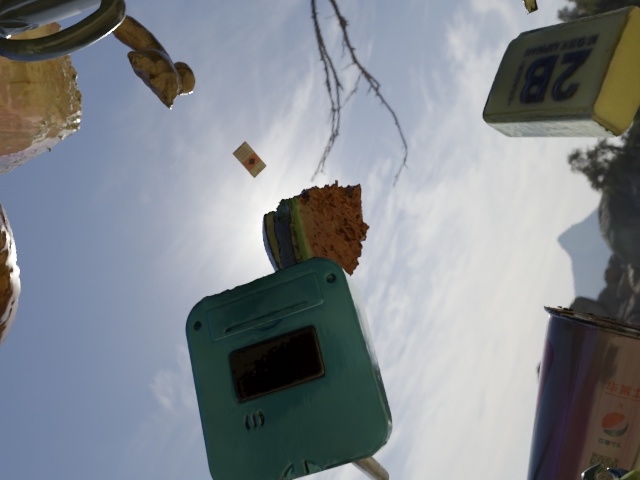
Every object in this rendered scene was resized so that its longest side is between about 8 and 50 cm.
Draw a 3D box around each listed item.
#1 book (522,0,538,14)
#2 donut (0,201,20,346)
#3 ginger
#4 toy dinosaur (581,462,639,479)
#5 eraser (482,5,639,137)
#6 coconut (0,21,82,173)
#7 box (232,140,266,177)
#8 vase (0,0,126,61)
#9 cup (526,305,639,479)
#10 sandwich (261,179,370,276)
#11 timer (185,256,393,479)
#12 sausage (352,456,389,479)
[{"bbox_3d":[0.236,-0.431,0.756,0.231,0.026,0.157,40,-141,-48],"label":"book"},{"bbox_3d":[-0.319,0.028,0.385,0.227,0.114,0.226,-19,-43,-19],"label":"donut"},{"bbox_3d":[-0.300,-0.320,1.006,0.059,0.214,0.133,-44,1,26],"label":"ginger"},{"bbox_3d":[0.203,0.272,0.448,0.259,0.153,0.094,-21,-69,-15],"label":"toy dinosaur"},{"bbox_3d":[0.259,-0.172,0.620,0.058,0.172,0.117,19,-88,-24],"label":"eraser"},{"bbox_3d":[-0.664,-0.279,0.993,0.404,0.405,0.404,-39,-40,-44],"label":"coconut"},{"bbox_3d":[-0.175,-0.200,1.434,0.046,0.012,0.083,-47,-63,-11],"label":"box"},{"bbox_3d":[-0.325,-0.281,0.608,0.301,0.251,0.156,-26,-20,-1],"label":"vase"},{"bbox_3d":[0.396,0.257,0.847,0.203,0.203,0.288,8,-86,-62],"label":"cup"},{"bbox_3d":[0.002,0.009,0.914,0.160,0.109,0.184,-18,-94,-22],"label":"sandwich"},{"bbox_3d":[-0.040,0.170,0.733,0.091,0.232,0.250,46,-153,-61],"label":"timer"},{"bbox_3d":[0.081,0.376,0.968,0.033,0.033,0.269,-59,-30,-20],"label":"sausage"}]
